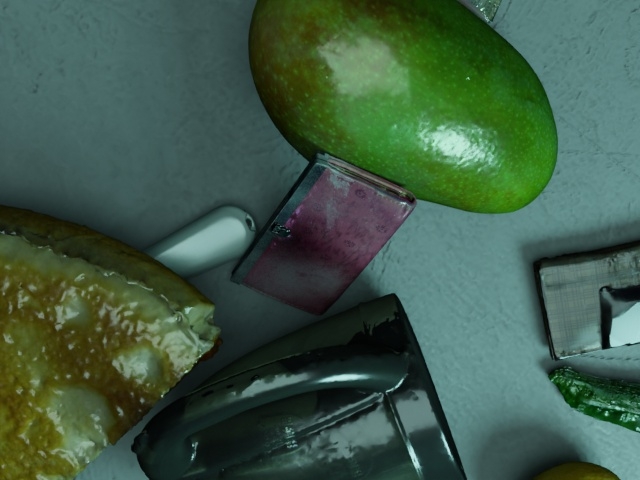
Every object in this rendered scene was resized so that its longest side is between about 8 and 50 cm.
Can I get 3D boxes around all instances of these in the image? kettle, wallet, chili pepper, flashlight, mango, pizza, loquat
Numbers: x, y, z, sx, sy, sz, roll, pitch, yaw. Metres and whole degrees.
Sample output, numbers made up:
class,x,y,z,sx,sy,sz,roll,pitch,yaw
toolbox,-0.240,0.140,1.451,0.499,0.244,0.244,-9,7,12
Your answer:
class,x,y,z,sx,sy,sz,roll,pitch,yaw
kettle,-0.039,0.201,1.313,0.324,0.321,0.228,-21,65,5
wallet,0.368,0.059,1.440,0.230,0.042,0.124,-12,96,-3
wallet,0.000,0.000,1.342,0.119,0.025,0.232,22,139,-14
chili pepper,0.374,0.189,1.454,0.227,0.059,0.088,19,92,-1
flashlight,-0.166,0.021,1.403,0.200,0.047,0.093,-27,100,-2
mango,0.092,-0.150,1.322,0.382,0.201,0.225,32,86,-19
pizza,-0.342,0.163,1.369,0.440,0.130,0.406,15,105,6
loquat,0.295,0.321,1.425,0.141,0.141,0.141,0,98,-3

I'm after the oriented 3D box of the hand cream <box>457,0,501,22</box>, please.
class,x,y,z,sx,sy,sz,roll,pitch,yaw
hand cream,0.143,-0.301,1.385,0.143,0.039,0.061,26,89,-15
